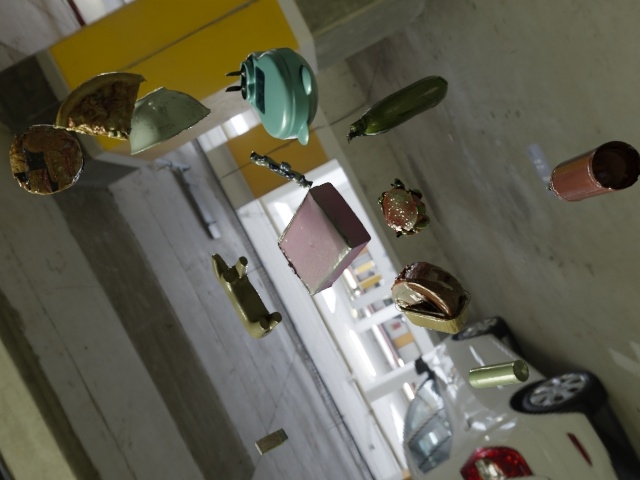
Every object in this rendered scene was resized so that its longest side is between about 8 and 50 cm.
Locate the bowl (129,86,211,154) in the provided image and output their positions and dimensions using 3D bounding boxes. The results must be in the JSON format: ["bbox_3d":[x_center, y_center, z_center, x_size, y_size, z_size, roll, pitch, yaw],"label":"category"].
[{"bbox_3d":[-0.537,-0.427,1.955,0.313,0.314,0.146,-109,-7,-69],"label":"bowl"}]

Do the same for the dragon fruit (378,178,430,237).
[{"bbox_3d":[0.229,-0.077,1.571,0.138,0.142,0.175,42,-164,34],"label":"dragon fruit"}]

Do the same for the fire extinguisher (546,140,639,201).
[{"bbox_3d":[0.629,-0.150,1.346,0.337,0.147,0.106,21,-117,-87],"label":"fire extinguisher"}]

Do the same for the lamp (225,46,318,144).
[{"bbox_3d":[-0.102,-0.359,1.391,0.284,0.147,0.209,30,129,34],"label":"lamp"}]

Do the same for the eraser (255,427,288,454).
[{"bbox_3d":[-0.130,0.538,1.556,0.038,0.083,0.019,47,145,38],"label":"eraser"}]

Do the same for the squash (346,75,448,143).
[{"bbox_3d":[0.203,-0.342,1.500,0.087,0.332,0.087,52,161,26],"label":"squash"}]

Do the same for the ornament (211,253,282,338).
[{"bbox_3d":[-0.179,0.115,1.305,0.230,0.061,0.245,59,159,7],"label":"ornament"}]

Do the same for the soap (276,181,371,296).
[{"bbox_3d":[0.001,-0.001,1.427,0.181,0.081,0.259,53,143,15],"label":"soap"}]

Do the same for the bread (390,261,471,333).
[{"bbox_3d":[0.305,0.165,1.646,0.224,0.142,0.211,6,138,44],"label":"bread"}]

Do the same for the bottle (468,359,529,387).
[{"bbox_3d":[0.580,0.440,1.904,0.201,0.072,0.072,-32,84,54],"label":"bottle"}]

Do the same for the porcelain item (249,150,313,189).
[{"bbox_3d":[-0.072,-0.141,1.132,0.136,0.021,0.075,26,170,-10],"label":"porcelain item"}]

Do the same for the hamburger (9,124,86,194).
[{"bbox_3d":[-0.862,-0.254,1.841,0.231,0.231,0.107,61,171,-26],"label":"hamburger"}]

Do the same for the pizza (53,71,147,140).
[{"bbox_3d":[-0.613,-0.369,1.660,0.197,0.292,0.058,62,167,-12],"label":"pizza"}]
